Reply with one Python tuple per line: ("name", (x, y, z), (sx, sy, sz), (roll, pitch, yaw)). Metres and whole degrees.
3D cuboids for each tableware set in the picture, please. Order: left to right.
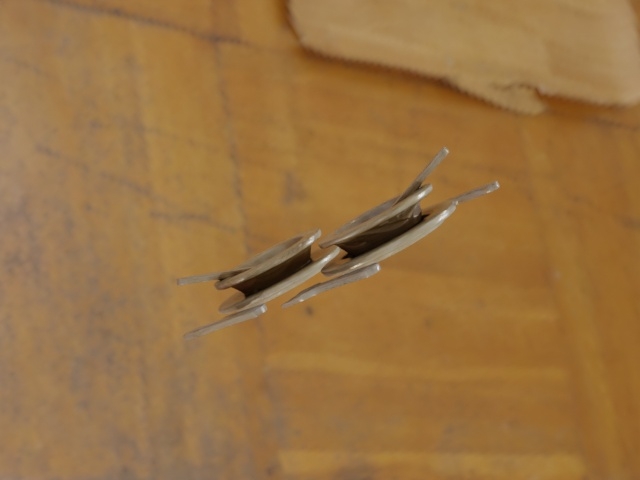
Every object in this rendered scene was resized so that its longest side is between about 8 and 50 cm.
("tableware set", (0.000, 0.000, 1.129), (0.128, 0.194, 0.039), (-33, 98, -41))
